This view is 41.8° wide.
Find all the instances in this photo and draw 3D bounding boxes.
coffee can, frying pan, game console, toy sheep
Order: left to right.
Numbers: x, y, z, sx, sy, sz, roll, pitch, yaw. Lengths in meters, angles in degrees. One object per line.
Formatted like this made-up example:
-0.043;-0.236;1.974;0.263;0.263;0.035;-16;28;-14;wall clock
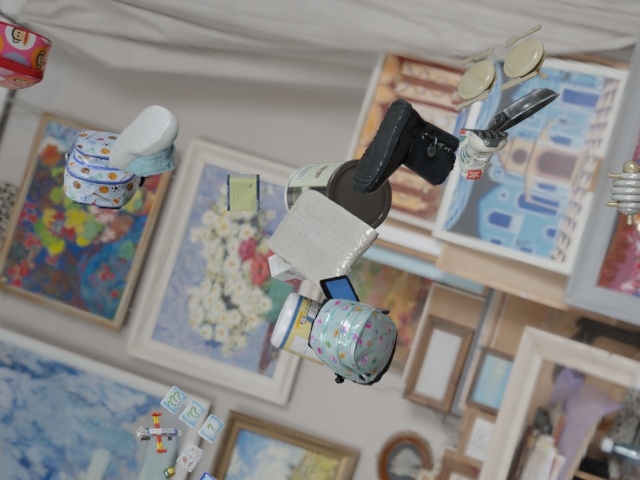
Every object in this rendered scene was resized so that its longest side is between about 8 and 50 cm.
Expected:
0.045;-0.125;2.366;0.275;0.201;0.201;6;75;62;coffee can
0.068;0.113;1.649;0.122;0.107;0.071;-8;-78;-61;game console
0.434;-0.284;1.995;0.326;0.053;0.197;-27;-6;-28;frying pan
0.631;-0.098;1.709;0.091;0.091;0.132;-35;-53;-77;toy sheep

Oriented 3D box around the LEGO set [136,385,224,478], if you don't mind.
-0.376;0.511;2.236;0.060;0.182;0.244;-49;3;39;LEGO set

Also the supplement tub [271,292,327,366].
-0.007;0.227;2.071;0.144;0.199;0.144;-158;90;-86;supplement tub

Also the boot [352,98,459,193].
0.207;-0.177;1.940;0.094;0.207;0.246;11;72;59;boot

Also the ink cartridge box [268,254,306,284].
-0.045;0.052;2.076;0.099;0.135;0.056;26;-136;-52;ink cartridge box

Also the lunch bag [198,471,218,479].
-0.269;0.640;1.964;0.151;0.096;0.129;-54;-35;-19;lunch bag

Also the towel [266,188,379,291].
0.000;0.000;1.944;0.049;0.282;0.187;35;-88;-42;towel

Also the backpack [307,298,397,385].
0.060;0.166;1.438;0.182;0.115;0.152;38;-118;-54;backpack

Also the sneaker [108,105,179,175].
-0.420;-0.248;2.177;0.366;0.150;0.135;-8;65;58;sneaker

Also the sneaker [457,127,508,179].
0.235;-0.124;1.228;0.161;0.057;0.075;-101;15;-80;sneaker

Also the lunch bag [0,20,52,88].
-0.766;-0.430;1.875;0.293;0.258;0.120;6;82;54;lunch bag

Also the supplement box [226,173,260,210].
-0.193;-0.121;2.106;0.056;0.083;0.083;-101;12;-70;supplement box

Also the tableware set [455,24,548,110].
0.347;-0.317;1.592;0.194;0.039;0.128;-19;49;44;tableware set

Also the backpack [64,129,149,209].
-0.693;-0.221;2.676;0.263;0.276;0.213;-96;11;-51;backpack
